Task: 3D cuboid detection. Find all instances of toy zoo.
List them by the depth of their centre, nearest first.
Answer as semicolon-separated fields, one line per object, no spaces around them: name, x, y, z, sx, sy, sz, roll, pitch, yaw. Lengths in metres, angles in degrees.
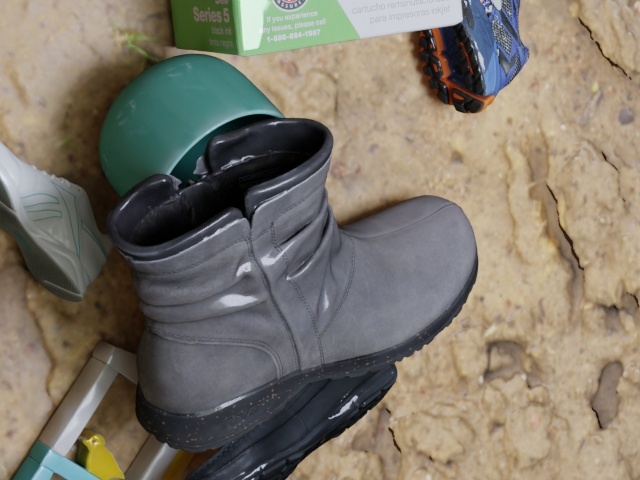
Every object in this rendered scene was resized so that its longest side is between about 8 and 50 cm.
toy zoo;-0.148;0.212;1.348;0.192;0.030;0.293;38;79;-30

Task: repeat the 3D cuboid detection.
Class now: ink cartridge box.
ink cartridge box;-0.013;-0.286;1.291;0.198;0.115;0.273;-12;105;-28

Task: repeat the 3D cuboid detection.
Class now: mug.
mug;-0.096;-0.065;1.287;0.129;0.097;0.158;-36;150;-15

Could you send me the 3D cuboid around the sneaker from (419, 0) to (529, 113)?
sneaker;0.115;-0.218;1.410;0.087;0.083;0.221;-30;118;-37

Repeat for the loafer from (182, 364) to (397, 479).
loafer;-0.035;0.140;1.352;0.223;0.076;0.078;-35;75;-34

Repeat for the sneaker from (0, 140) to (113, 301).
sneaker;-0.208;-0.028;1.266;0.061;0.053;0.152;-52;123;-30

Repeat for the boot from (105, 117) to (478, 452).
boot;0.000;0.000;1.285;0.338;0.118;0.223;-33;141;-34
